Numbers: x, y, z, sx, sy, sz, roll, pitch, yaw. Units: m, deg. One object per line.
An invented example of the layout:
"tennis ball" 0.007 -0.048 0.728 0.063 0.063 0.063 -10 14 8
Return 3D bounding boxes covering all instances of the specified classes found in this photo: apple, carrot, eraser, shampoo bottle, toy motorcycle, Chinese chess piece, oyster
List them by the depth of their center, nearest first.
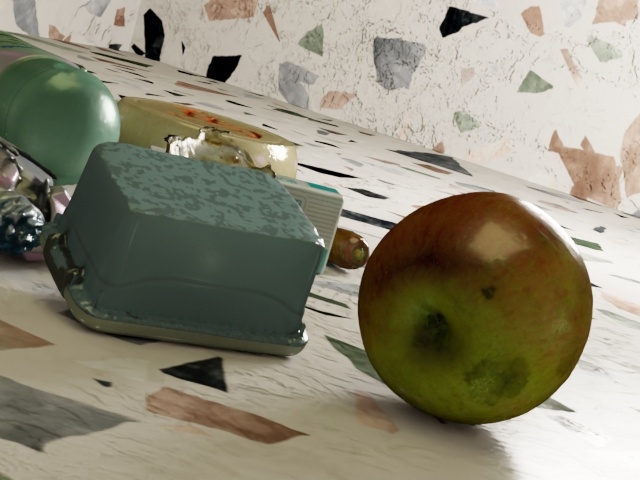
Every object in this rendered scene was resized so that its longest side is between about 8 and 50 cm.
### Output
"apple" 0.123 0.058 1.294 0.196 0.196 0.196 15 9 -2
"toy motorcycle" -0.307 -0.045 1.457 0.239 0.108 0.204 13 9 -14
"oyster" -0.095 -0.031 1.641 0.166 0.094 0.294 11 25 -2
"eraser" -0.092 -0.033 1.776 0.225 0.096 0.052 13 13 -14
"carrot" 0.000 0.000 1.913 0.047 0.047 0.191 10 5 -31
"shampoo bottle" -0.372 -0.168 1.972 0.221 0.151 0.349 11 11 -36
"Chinese chess piece" -0.164 -0.116 2.143 0.273 0.102 0.273 14 9 -2

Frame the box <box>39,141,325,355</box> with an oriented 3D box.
"box" -0.115 0.011 1.364 0.227 0.130 0.162 9 26 -29
